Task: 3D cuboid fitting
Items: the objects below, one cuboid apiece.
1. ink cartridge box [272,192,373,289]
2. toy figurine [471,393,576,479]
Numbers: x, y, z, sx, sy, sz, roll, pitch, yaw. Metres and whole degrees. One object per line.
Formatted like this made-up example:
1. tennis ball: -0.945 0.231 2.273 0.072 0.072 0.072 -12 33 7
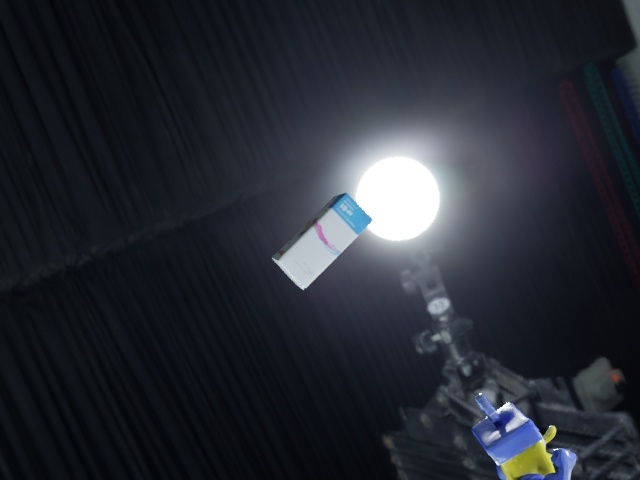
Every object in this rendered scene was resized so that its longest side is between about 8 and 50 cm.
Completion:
1. ink cartridge box: 0.000 0.000 0.924 0.122 0.052 0.088 -46 -173 -6
2. toy figurine: 0.225 0.295 0.866 0.191 0.217 0.362 -26 178 3
